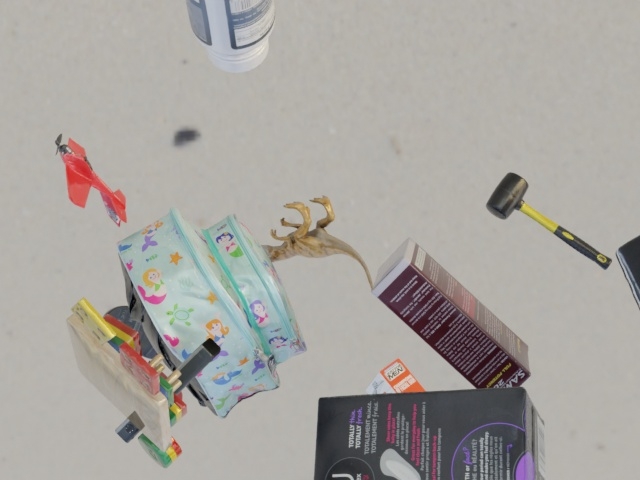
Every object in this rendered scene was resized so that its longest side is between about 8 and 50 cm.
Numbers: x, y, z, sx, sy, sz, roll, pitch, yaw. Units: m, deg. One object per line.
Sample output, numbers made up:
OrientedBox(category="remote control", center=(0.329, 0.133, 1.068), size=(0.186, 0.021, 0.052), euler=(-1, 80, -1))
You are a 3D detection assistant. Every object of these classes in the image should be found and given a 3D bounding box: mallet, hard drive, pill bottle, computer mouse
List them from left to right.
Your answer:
OrientedBox(category="hard drive", center=(-0.168, 0.166, 1.469), size=(0.135, 0.022, 0.094), euler=(-44, 179, 1))
OrientedBox(category="computer mouse", center=(-0.233, 0.164, 2.040), size=(0.242, 0.071, 0.041), euler=(23, 179, 16))
OrientedBox(category="pill bottle", center=(-0.110, -0.290, 1.604), size=(0.108, 0.108, 0.180), euler=(-7, 150, -2))
OrientedBox(category="mallet", center=(0.322, -0.027, 1.811), size=(0.189, 0.062, 0.039), euler=(27, 167, 0))

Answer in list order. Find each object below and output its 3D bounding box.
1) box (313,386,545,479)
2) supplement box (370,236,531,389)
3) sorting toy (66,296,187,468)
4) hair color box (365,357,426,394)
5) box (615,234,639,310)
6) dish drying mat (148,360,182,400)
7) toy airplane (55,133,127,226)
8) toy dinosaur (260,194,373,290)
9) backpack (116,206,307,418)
OrientedBox(category="box", center=(0.140, 0.288, 1.657), size=(0.270, 0.165, 0.143), euler=(-5, 153, 18))
OrientedBox(category="supplement box", center=(0.184, 0.112, 1.839), size=(0.239, 0.130, 0.073), euler=(42, 105, -3))
OrientedBox(category="sorting toy", center=(-0.190, 0.130, 1.322), size=(0.046, 0.132, 0.274), euler=(-43, 161, -23))
OrientedBox(category="hair color box", center=(0.159, 0.299, 2.311), size=(0.053, 0.167, 0.093), euler=(-33, 166, -28))
OrientedBox(category="box", center=(0.649, 0.066, 1.360), size=(0.480, 0.297, 0.471), euler=(-34, 145, 22))
OrientedBox(category="dish drying mat", center=(-0.209, 0.195, 1.764), size=(0.008, 0.032, 0.083), euler=(-17, 139, 21))
OrientedBox(category="toy airplane", center=(-0.286, -0.072, 1.655), size=(0.028, 0.151, 0.151), euler=(-29, 140, 10))
OrientedBox(category="toy dinosaur", center=(0.000, 0.000, 1.792), size=(0.211, 0.112, 0.064), euler=(3, -164, 41))
OrientedBox(category="backpack", center=(-0.142, 0.078, 1.652), size=(0.191, 0.225, 0.253), euler=(-33, 146, 3))
